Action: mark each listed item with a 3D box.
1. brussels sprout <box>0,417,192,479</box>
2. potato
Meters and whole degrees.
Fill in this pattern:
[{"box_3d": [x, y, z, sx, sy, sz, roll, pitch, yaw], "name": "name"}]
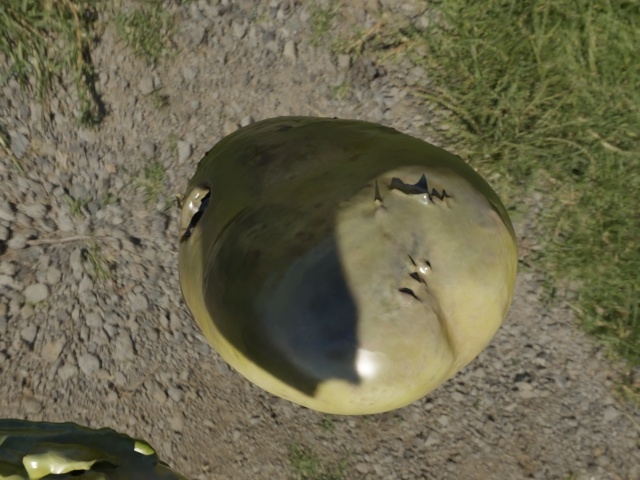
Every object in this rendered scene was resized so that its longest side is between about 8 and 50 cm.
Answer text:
[{"box_3d": [-0.134, 0.161, 0.350, 0.180, 0.100, 0.139, 5, 62, -22], "name": "brussels sprout"}, {"box_3d": [0.000, 0.000, 0.472, 0.191, 0.296, 0.141, -29, 125, -13], "name": "potato"}]
